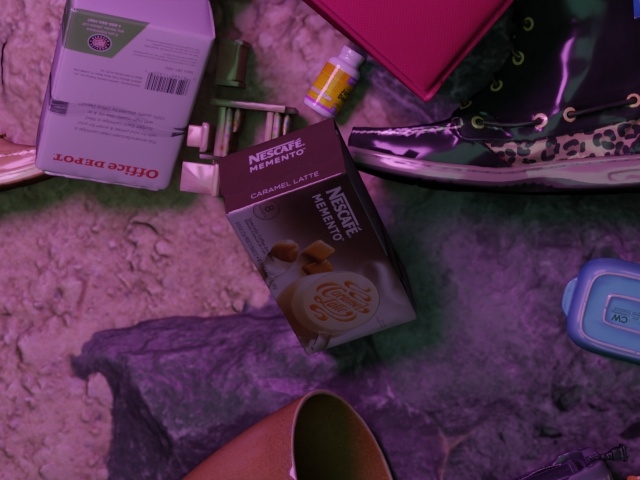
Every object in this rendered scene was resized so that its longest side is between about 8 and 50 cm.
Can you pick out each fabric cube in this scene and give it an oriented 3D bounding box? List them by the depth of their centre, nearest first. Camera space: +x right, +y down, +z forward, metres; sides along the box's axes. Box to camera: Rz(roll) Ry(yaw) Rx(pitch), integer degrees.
[{"bbox_3d":[0.069,-0.342,1.421,0.258,0.259,0.254,39,96,-22],"label":"fabric cube"}]

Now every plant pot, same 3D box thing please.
[{"bbox_3d":[-0.070,0.325,1.543,0.254,0.237,0.237,-24,88,23],"label":"plant pot"}]

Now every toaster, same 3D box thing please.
[{"bbox_3d":[0.265,0.333,1.527,0.227,0.129,0.146,-22,93,3],"label":"toaster"}]

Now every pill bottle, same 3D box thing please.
[{"bbox_3d":[0.018,-0.187,1.584,0.043,0.043,0.083,33,97,6],"label":"pill bottle"}]

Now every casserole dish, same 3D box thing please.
[{"bbox_3d":[0.371,0.087,1.546,0.188,0.037,0.114,15,94,9],"label":"casserole dish"}]

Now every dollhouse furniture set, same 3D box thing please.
[{"bbox_3d":[-0.085,-0.140,1.543,0.101,0.161,0.182,7,94,8],"label":"dollhouse furniture set"}]

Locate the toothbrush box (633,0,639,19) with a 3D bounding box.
[{"bbox_3d":[0.443,-0.385,1.421,0.216,0.126,0.295,-3,90,-30],"label":"toothbrush box"}]

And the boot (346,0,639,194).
[{"bbox_3d":[0.219,-0.195,1.508,0.377,0.138,0.284,2,90,13],"label":"boot"}]

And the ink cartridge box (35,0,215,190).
[{"bbox_3d":[-0.226,-0.176,1.526,0.160,0.092,0.219,9,129,-18],"label":"ink cartridge box"}]

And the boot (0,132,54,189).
[{"bbox_3d":[-0.430,-0.156,1.633,0.262,0.095,0.203,-8,90,12],"label":"boot"}]

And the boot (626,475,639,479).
[{"bbox_3d":[0.484,0.336,1.488,0.295,0.104,0.211,0,77,-17],"label":"boot"}]

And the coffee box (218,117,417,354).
[{"bbox_3d":[0.000,0.000,1.498,0.141,0.098,0.246,-19,133,8],"label":"coffee box"}]
